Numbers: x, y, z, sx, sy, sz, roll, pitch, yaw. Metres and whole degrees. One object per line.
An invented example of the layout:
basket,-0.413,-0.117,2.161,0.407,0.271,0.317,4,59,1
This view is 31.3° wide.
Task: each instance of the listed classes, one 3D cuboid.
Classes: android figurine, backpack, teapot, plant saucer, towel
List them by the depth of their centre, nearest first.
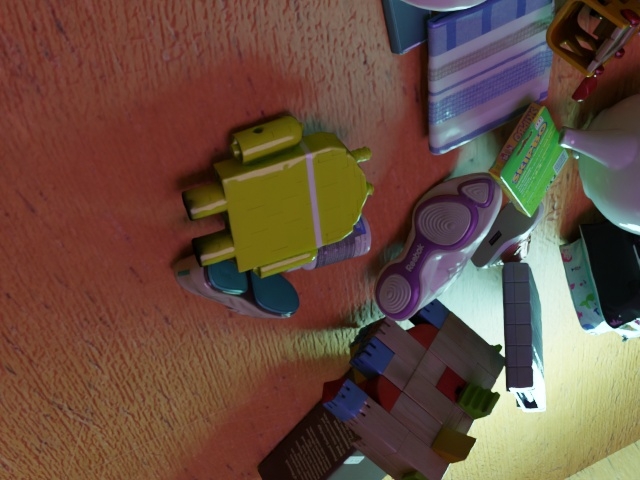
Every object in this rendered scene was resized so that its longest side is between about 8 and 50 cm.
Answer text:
plant saucer,0.110,-0.307,1.436,0.067,0.018,0.192,-27,149,-5
android figurine,-0.051,-0.056,1.568,0.272,0.056,0.248,-20,131,-13
towel,0.236,-0.249,1.597,0.209,0.034,0.285,-27,148,-11
teapot,0.504,-0.132,1.856,0.252,0.187,0.256,-50,140,-36
backpack,0.578,0.078,2.169,0.191,0.225,0.253,-22,160,31

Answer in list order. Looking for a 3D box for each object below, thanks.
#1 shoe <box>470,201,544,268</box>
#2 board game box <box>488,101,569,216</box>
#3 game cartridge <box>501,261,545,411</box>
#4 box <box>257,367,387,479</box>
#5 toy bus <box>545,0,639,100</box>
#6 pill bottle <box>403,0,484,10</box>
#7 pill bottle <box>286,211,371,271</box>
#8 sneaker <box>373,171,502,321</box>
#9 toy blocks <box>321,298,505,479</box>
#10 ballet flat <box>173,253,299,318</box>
shoe,0.343,-0.014,1.998,0.081,0.063,0.178,0,142,-42
board game box,0.326,-0.124,1.771,0.124,0.039,0.259,-58,159,0
game cartridge,0.375,0.183,2.106,0.068,0.230,0.355,-7,163,13
box,0.067,0.396,2.271,0.191,0.143,0.381,7,134,-45
toy bus,0.389,-0.308,1.578,0.191,0.104,0.202,-49,170,-9
pill bottle,0.142,-0.403,1.183,0.169,0.169,0.301,-17,146,-20
pill bottle,0.000,0.000,1.716,0.137,0.078,0.078,-16,145,-23
sneaker,0.202,-0.002,1.883,0.152,0.114,0.305,-21,152,-54
toy blocks,0.154,0.248,2.023,0.381,0.261,0.191,-54,-170,-31
ballet flat,-0.129,0.071,1.725,0.086,0.086,0.248,-41,145,16
